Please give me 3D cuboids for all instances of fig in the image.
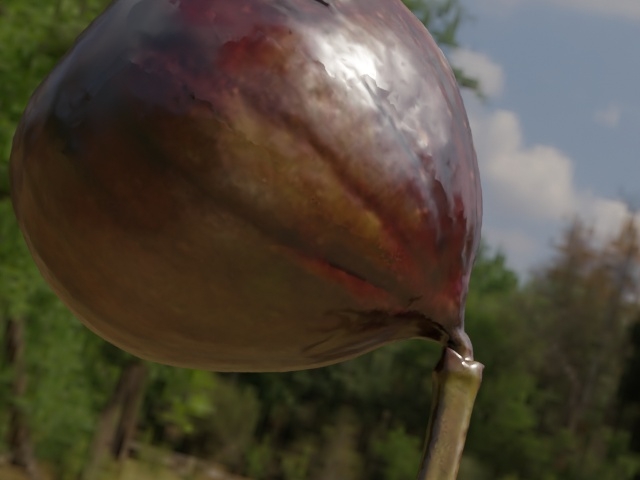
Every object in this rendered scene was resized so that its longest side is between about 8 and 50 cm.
[{"bbox_3d":[0.003,-0.016,0.831,0.249,0.186,0.204,34,28,9],"label":"fig"}]
